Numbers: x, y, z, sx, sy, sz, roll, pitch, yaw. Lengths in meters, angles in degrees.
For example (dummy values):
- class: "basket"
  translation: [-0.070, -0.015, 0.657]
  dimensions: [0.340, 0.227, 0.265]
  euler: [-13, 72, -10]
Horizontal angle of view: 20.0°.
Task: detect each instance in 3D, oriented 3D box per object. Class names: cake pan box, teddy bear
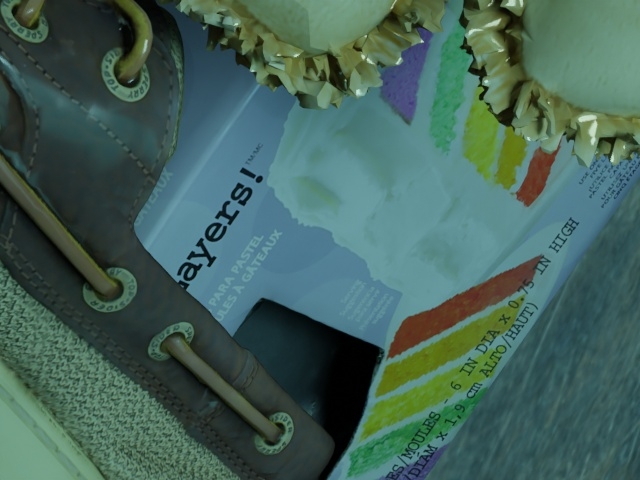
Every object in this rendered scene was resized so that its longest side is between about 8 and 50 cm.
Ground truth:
- class: "cake pan box"
  translation: [0.000, 0.000, 0.683]
  dimensions: [0.267, 0.070, 0.246]
  euler: [-54, 142, 5]
- class: "teddy bear"
  translation: [0.040, -0.169, 0.544]
  dimensions: [0.245, 0.338, 0.113]
  euler: [-6, 154, -16]

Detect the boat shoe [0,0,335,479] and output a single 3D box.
- class: "boat shoe"
  translation: [-0.094, -0.031, 0.486]
  dimensions: [0.123, 0.123, 0.342]
  euler: [-37, 121, -12]
